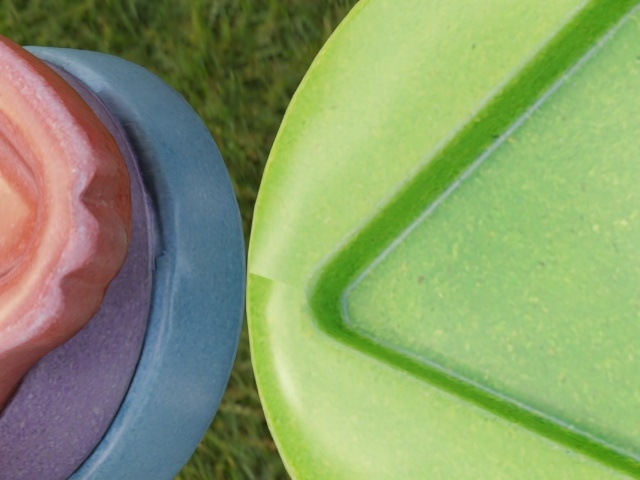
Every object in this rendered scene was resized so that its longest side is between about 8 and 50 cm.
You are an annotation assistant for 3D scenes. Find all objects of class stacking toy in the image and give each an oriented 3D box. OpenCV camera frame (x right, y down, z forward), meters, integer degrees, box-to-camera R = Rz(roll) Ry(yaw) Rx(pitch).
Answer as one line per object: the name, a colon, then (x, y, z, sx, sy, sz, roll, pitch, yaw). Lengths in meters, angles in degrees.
stacking toy: (0.000, 0.000, 0.440, 0.309, 0.130, 0.279, -48, 58, 21)
